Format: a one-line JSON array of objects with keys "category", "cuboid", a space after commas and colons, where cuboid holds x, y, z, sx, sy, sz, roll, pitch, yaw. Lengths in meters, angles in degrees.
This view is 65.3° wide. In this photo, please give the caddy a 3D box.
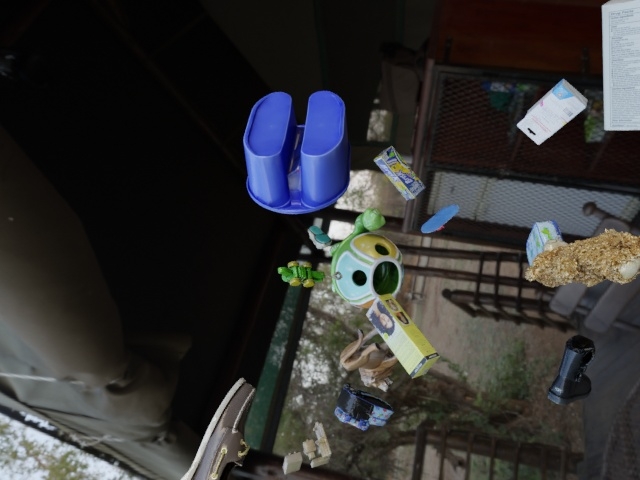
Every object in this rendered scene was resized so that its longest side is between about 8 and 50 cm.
[{"category": "caddy", "cuboid": [-0.051, -0.205, 1.177, 0.341, 0.241, 0.179, -84, -9, -45]}]

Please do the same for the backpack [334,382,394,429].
[{"category": "backpack", "cuboid": [0.152, 0.573, 1.688, 0.117, 0.173, 0.158, -68, 11, -10]}]

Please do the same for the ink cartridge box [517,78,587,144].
[{"category": "ink cartridge box", "cuboid": [0.728, -0.403, 1.579, 0.181, 0.104, 0.061, -46, 3, 46]}]

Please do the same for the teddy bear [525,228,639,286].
[{"category": "teddy bear", "cuboid": [0.646, 0.035, 1.199, 0.113, 0.245, 0.338, 59, 177, -2]}]

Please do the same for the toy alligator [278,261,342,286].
[{"category": "toy alligator", "cuboid": [-0.033, 0.092, 1.273, 0.051, 0.190, 0.056, -38, 53, 46]}]

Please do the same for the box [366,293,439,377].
[{"category": "box", "cuboid": [0.226, 0.263, 1.403, 0.058, 0.232, 0.087, -7, -44, -38]}]

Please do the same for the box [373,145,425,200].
[{"category": "box", "cuboid": [0.243, -0.206, 1.540, 0.054, 0.169, 0.059, -43, 9, -14]}]

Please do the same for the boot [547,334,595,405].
[{"category": "boot", "cuboid": [0.837, 0.408, 1.617, 0.246, 0.094, 0.207, -2, -67, -42]}]

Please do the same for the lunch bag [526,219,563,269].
[{"category": "lunch bag", "cuboid": [0.840, 0.034, 1.870, 0.219, 0.090, 0.176, 71, -168, -59]}]

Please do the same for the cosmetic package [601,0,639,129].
[{"category": "cosmetic package", "cuboid": [0.783, -0.431, 1.208, 0.113, 0.160, 0.309, -36, -57, -34]}]

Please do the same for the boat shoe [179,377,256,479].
[{"category": "boat shoe", "cuboid": [-0.206, 0.450, 1.036, 0.116, 0.097, 0.324, 93, -160, -59]}]

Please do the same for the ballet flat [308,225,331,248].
[{"category": "ballet flat", "cuboid": [0.000, 0.000, 1.665, 0.168, 0.057, 0.052, -125, 32, -65]}]

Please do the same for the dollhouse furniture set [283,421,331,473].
[{"category": "dollhouse furniture set", "cuboid": [-0.056, 0.659, 1.615, 0.144, 0.151, 0.123, 100, 154, -50]}]

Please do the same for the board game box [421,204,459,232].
[{"category": "board game box", "cuboid": [0.472, -0.073, 1.939, 0.169, 0.033, 0.133, -41, 15, -4]}]

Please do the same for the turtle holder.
[{"category": "turtle holder", "cuboid": [0.179, 0.074, 1.672, 0.320, 0.243, 0.227, -65, 22, -2]}]

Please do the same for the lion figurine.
[{"category": "lion figurine", "cuboid": [0.169, 0.419, 1.786, 0.392, 0.240, 0.142, 32, -150, -42]}]
